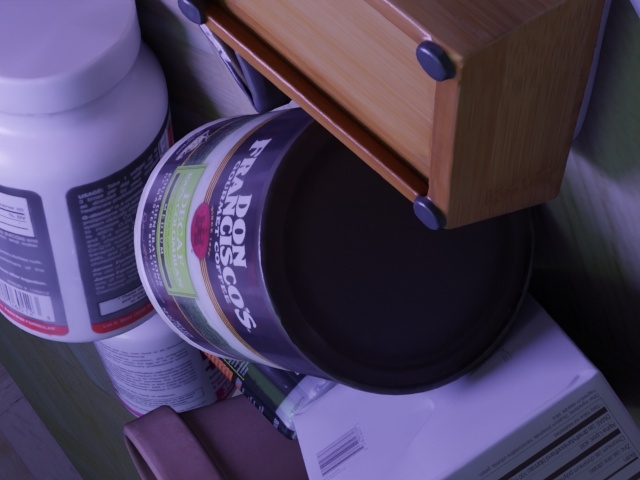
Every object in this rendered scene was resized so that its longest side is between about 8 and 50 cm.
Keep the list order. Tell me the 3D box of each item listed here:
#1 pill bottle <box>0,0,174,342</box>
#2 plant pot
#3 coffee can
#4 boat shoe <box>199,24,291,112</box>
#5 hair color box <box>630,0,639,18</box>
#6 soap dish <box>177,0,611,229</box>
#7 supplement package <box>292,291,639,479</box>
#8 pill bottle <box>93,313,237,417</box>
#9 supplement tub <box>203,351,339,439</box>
[{"bbox_3d":[-0.241,-0.085,1.549,0.210,0.210,0.363,40,151,27],"label":"pill bottle"},{"bbox_3d":[-0.051,0.255,1.745,0.263,0.229,0.263,54,164,23],"label":"plant pot"},{"bbox_3d":[0.000,0.000,1.195,0.201,0.201,0.275,54,161,-14],"label":"coffee can"},{"bbox_3d":[-0.094,-0.215,1.157,0.285,0.092,0.103,51,165,-2],"label":"boat shoe"},{"bbox_3d":[0.153,-0.205,0.576,0.374,0.113,0.185,56,161,-21],"label":"hair color box"},{"bbox_3d":[0.027,-0.154,0.961,0.291,0.118,0.229,41,160,20],"label":"soap dish"},{"bbox_3d":[0.111,0.161,1.131,0.145,0.204,0.262,54,-177,-14],"label":"supplement package"},{"bbox_3d":[-0.186,0.078,1.847,0.160,0.160,0.283,39,160,29],"label":"pill bottle"},{"bbox_3d":[-0.052,0.097,1.647,0.190,0.117,0.117,45,161,13],"label":"supplement tub"}]
